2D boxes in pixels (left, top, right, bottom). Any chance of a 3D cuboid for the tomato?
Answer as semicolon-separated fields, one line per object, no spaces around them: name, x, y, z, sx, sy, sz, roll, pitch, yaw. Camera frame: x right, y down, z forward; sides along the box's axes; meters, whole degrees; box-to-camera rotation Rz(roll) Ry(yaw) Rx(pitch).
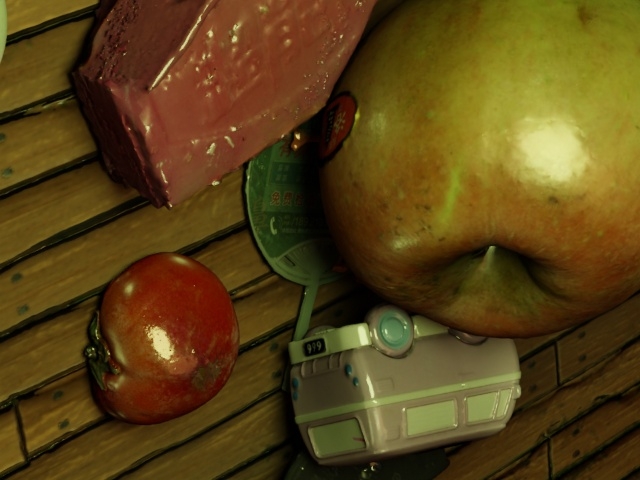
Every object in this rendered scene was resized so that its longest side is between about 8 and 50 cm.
tomato;-0.129;0.095;1.556;0.139;0.091;0.159;-10;111;-41

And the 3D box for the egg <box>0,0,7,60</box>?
egg;-0.304;-0.178;1.239;0.151;0.151;0.209;-36;127;-26

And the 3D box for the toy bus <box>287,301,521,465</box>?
toy bus;0.084;0.133;1.686;0.202;0.142;0.142;-7;80;-34

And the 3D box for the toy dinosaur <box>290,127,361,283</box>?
toy dinosaur;0.050;-0.007;1.692;0.279;0.055;0.101;41;64;-45

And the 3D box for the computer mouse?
computer mouse;0.027;0.235;1.760;0.264;0.088;0.147;-48;112;-27

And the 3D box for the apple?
apple;0.165;-0.092;1.552;0.338;0.338;0.305;37;50;-45

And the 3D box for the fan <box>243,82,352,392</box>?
fan;0.022;-0.023;1.704;0.223;0.012;0.294;-32;127;-32

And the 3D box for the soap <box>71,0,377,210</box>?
soap;-0.070;-0.177;1.487;0.289;0.112;0.182;-37;134;-27
